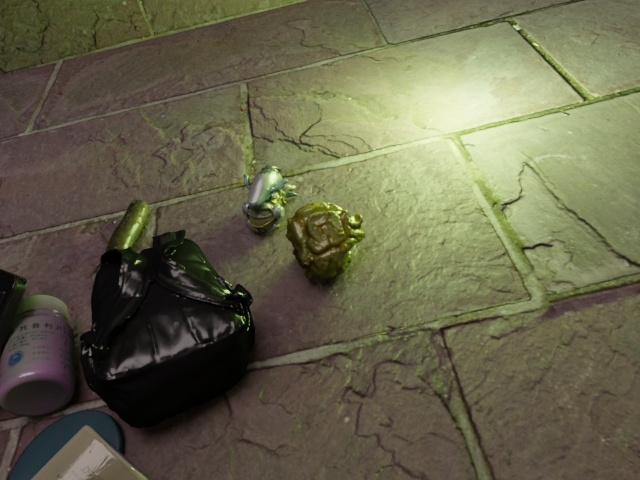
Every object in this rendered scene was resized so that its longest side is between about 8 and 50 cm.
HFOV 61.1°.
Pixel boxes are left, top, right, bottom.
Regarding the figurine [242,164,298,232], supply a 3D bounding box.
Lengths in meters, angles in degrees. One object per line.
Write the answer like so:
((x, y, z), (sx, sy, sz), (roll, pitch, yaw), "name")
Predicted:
((-0.142, -0.115, 1.495), (0.128, 0.184, 0.208), (9, 11, 20), "figurine")

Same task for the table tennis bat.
((-0.530, 0.477, 1.056), (0.215, 0.044, 0.329), (21, 52, 27), "table tennis bat")

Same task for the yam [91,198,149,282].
((-0.554, 0.005, 1.522), (0.071, 0.067, 0.317), (-14, 41, 20), "yam")

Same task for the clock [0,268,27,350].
((-0.787, 0.199, 1.260), (0.279, 0.049, 0.273), (4, 73, 47), "clock")

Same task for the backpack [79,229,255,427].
((-0.351, 0.154, 1.196), (0.363, 0.255, 0.445), (-23, 41, -18), "backpack")

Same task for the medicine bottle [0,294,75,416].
((-0.640, 0.254, 1.230), (0.152, 0.152, 0.254), (-22, 46, -8), "medicine bottle")

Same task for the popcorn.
((0.001, 0.000, 1.317), (0.167, 0.187, 0.185), (-2, 20, -42), "popcorn")

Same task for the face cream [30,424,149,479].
((-0.484, 0.514, 0.947), (0.173, 0.081, 0.348), (38, 64, 10), "face cream")
